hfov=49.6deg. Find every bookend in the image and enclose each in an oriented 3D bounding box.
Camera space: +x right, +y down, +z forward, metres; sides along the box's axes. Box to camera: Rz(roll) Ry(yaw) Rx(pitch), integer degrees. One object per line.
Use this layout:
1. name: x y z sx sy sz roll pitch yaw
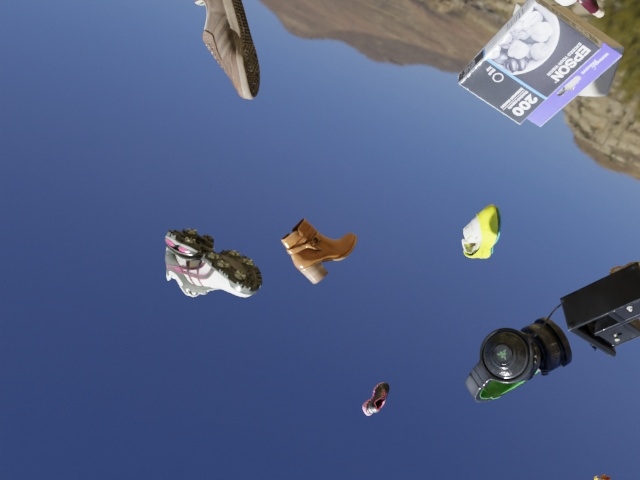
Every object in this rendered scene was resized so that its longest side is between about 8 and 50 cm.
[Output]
1. bookend: 0.556 0.131 1.270 0.157 0.156 0.072 30 -137 -33

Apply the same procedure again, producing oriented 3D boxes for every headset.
1. headset: 0.512 0.283 1.652 0.244 0.394 0.185 -8 -129 -33

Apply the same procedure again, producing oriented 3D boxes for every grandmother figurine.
1. grandmother figurine: 0.806 -0.775 2.088 0.342 0.104 0.207 -27 -97 -40

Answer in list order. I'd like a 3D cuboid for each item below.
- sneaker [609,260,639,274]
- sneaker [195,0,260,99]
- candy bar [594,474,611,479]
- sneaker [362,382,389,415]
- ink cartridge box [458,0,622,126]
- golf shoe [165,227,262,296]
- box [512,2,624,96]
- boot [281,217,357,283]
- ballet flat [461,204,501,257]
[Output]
1. sneaker: 0.723 0.074 1.620 0.036 0.083 0.032 60 -145 -21
2. sneaker: -0.149 -0.313 1.112 0.071 0.188 0.066 -12 179 19
3. candy bar: 0.561 0.503 1.284 0.040 0.018 0.161 7 -147 -21
4. sneaker: 0.170 0.447 1.961 0.047 0.057 0.119 51 -132 -10
5. ink cartridge box: 0.395 -0.309 1.255 0.208 0.206 0.045 27 -134 -17
6. golf shoe: -0.225 0.070 1.447 0.273 0.120 0.105 27 -161 38
7. box: 0.577 -0.467 1.675 0.148 0.121 0.311 0 -145 -12
8. boot: 0.000 0.000 1.840 0.197 0.073 0.152 -44 -77 -31
9. ballet flat: 0.368 -0.011 1.606 0.077 0.231 0.077 -9 -112 4
